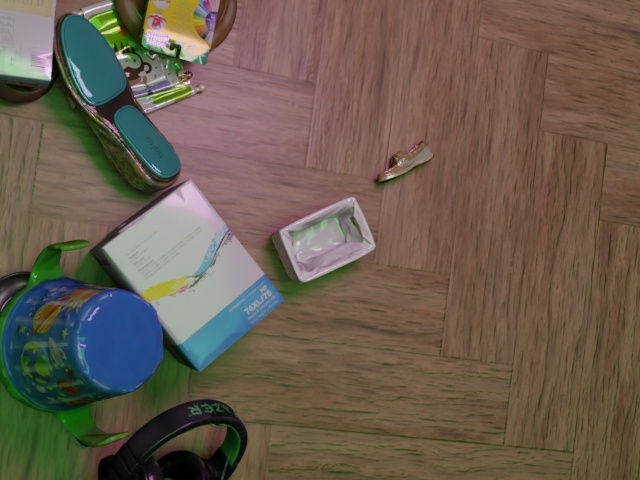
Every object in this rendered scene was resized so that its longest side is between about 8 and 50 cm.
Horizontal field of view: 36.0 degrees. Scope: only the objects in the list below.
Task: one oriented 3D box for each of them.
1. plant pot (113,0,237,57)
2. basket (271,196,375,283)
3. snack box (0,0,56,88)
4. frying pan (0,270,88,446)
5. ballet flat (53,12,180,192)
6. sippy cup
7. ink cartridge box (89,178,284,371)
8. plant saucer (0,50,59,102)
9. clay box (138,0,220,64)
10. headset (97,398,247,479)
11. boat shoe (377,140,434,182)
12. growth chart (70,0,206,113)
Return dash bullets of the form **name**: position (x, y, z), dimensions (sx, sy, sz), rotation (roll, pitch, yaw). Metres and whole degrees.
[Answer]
- **plant pot**: position (-0.264, -0.456, 1.822), dimensions (0.236, 0.032, 0.236), rotation (3, 82, -21)
- **basket**: position (0.000, 0.000, 1.869), dimensions (0.167, 0.103, 0.113), rotation (-25, 96, -18)
- **snack box**: position (-0.537, -0.426, 1.639), dimensions (0.187, 0.060, 0.321), rotation (5, 83, -23)
- **frying pan**: position (-0.493, 0.214, 1.697), dimensions (0.197, 0.053, 0.326), rotation (-6, 87, -42)
- **ballet flat**: position (-0.380, -0.232, 1.750), dimensions (0.123, 0.123, 0.348), rotation (-36, 99, -16)
- **sippy cup**: position (-0.383, 0.168, 1.618), dimensions (0.305, 0.224, 0.240), rotation (51, 53, -25)
- **ink cartridge box**: position (-0.241, 0.061, 1.738), dimensions (0.197, 0.198, 0.270), rotation (-40, 101, -16)
- **plant saucer**: position (-0.520, -0.324, 1.711), dimensions (0.168, 0.029, 0.168), rotation (-6, 99, -45)
- **clay box**: position (-0.249, -0.430, 1.778), dimensions (0.128, 0.053, 0.222), rotation (14, 79, -20)
- **headset**: position (-0.270, 0.452, 1.698), dimensions (0.243, 0.185, 0.394), rotation (16, 116, -49)
- **boat shoe**: position (0.163, -0.156, 1.958), dimensions (0.135, 0.050, 0.045), rotation (-29, 94, -27)
- **growth chart**: position (-0.341, -0.343, 1.813), dimensions (0.172, 0.021, 0.237), rotation (-31, 96, -17)
